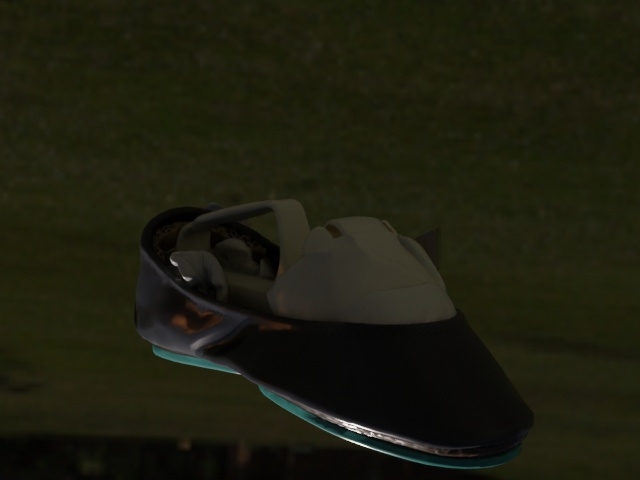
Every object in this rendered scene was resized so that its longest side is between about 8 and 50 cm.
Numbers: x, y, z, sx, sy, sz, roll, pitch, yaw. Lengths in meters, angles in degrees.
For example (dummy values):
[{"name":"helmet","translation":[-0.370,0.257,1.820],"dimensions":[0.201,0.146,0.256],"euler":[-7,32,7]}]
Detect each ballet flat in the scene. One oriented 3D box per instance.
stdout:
[{"name":"ballet flat","translation":[-0.005,0.022,0.614],"dimensions":[0.074,0.074,0.203],"euler":[8,-176,-36]}]

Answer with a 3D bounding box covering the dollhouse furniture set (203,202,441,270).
[{"name":"dollhouse furniture set","translation":[0.000,0.000,0.880],"dimensions":[0.114,0.081,0.091],"euler":[-28,178,8]}]
